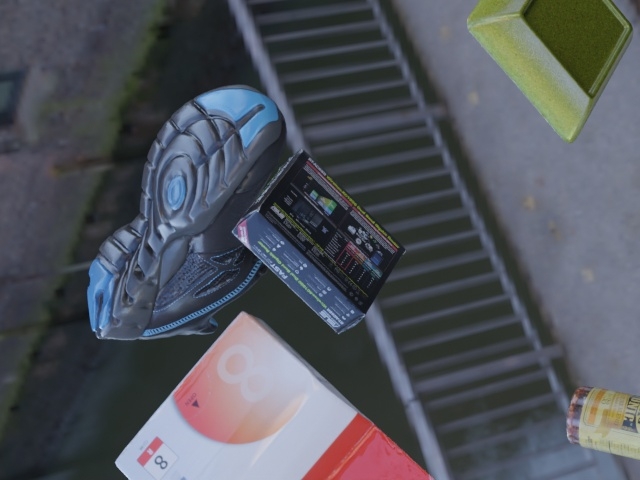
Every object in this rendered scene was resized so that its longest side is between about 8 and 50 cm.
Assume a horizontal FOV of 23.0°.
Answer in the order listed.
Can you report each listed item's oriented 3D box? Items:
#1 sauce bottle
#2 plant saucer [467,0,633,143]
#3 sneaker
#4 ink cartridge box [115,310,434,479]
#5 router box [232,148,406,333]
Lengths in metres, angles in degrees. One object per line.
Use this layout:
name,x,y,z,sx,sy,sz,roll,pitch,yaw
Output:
sauce bottle,0.223,0.123,1.008,0.128,0.042,0.042,8,113,25
plant saucer,0.269,-0.236,1.743,0.188,0.188,0.045,46,145,-18
sneaker,-0.108,-0.023,1.536,0.341,0.140,0.125,-51,42,41
ink cartridge box,-0.034,0.160,1.092,0.179,0.145,0.045,41,-177,22
router box,0.000,0.000,1.246,0.122,0.092,0.038,45,133,-8
